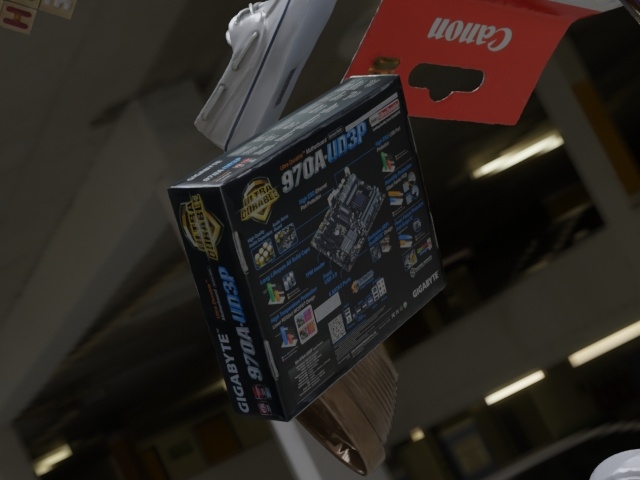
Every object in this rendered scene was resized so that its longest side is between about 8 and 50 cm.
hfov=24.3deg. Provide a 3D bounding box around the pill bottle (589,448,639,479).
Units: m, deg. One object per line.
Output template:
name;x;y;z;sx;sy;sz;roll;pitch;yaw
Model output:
pill bottle;0.227;0.314;1.082;0.181;0.181;0.323;-34;21;42

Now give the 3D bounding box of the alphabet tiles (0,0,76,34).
alphabet tiles;-0.357;-0.338;1.667;0.198;0.009;0.237;16;-48;-14

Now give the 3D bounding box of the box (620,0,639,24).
box;0.299;-0.093;0.941;0.057;0.201;0.293;-49;-30;9

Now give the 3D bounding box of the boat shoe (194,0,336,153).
boat shoe;-0.059;-0.205;1.550;0.258;0.084;0.095;-62;-11;21

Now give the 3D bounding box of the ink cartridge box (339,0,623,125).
ink cartridge box;0.214;-0.251;1.383;0.308;0.091;0.385;-1;-52;-47

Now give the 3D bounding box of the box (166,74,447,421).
box;0.000;0.000;1.054;0.051;0.175;0.220;1;26;38

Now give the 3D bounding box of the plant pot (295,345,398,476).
plant pot;0.015;0.161;1.786;0.109;0.237;0.237;-41;-4;-15
